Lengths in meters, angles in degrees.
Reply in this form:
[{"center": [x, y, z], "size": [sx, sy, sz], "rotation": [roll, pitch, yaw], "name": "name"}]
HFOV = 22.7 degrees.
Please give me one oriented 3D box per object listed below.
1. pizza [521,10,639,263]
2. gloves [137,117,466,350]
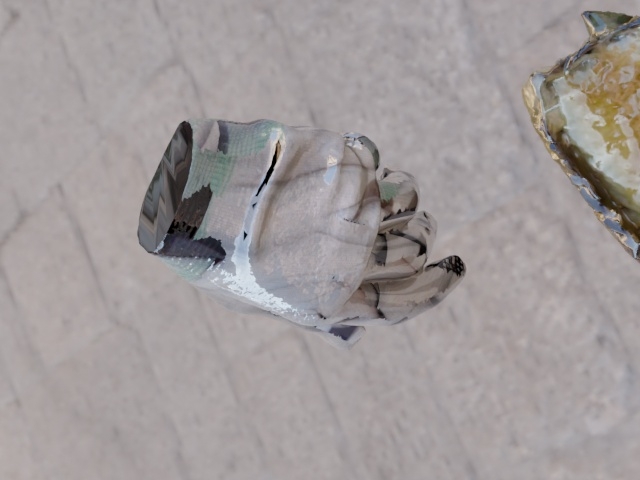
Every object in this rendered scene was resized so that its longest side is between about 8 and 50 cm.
[{"center": [0.343, -0.070, 1.154], "size": [0.391, 0.080, 0.435], "rotation": [0, 110, 14], "name": "pizza"}, {"center": [0.004, -0.001, 0.921], "size": [0.111, 0.212, 0.128], "rotation": [17, 91, 66], "name": "gloves"}]
